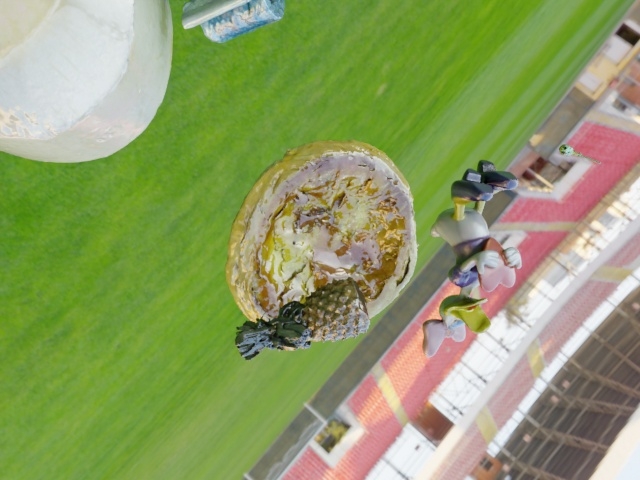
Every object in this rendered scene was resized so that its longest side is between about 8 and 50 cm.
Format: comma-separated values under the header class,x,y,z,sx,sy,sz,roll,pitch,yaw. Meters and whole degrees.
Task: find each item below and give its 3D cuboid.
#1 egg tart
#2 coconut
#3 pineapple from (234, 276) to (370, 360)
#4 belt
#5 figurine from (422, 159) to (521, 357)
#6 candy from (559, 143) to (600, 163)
class,x,y,z,sx,sy,sz,roll,pitch,yaw
egg tart,0.000,0.000,0.820,0.290,0.290,0.115,-49,-152,-3
coconut,-0.225,-0.169,0.443,0.241,0.241,0.241,-48,169,-12
pineapple,-0.024,0.097,0.691,0.159,0.074,0.074,-21,172,9
belt,-0.061,-0.284,0.492,0.087,0.072,0.302,52,35,-48
figurine,0.300,0.047,1.233,0.154,0.193,0.421,-12,107,-38
candy,0.510,-0.168,1.165,0.023,0.083,0.025,-22,130,-40
